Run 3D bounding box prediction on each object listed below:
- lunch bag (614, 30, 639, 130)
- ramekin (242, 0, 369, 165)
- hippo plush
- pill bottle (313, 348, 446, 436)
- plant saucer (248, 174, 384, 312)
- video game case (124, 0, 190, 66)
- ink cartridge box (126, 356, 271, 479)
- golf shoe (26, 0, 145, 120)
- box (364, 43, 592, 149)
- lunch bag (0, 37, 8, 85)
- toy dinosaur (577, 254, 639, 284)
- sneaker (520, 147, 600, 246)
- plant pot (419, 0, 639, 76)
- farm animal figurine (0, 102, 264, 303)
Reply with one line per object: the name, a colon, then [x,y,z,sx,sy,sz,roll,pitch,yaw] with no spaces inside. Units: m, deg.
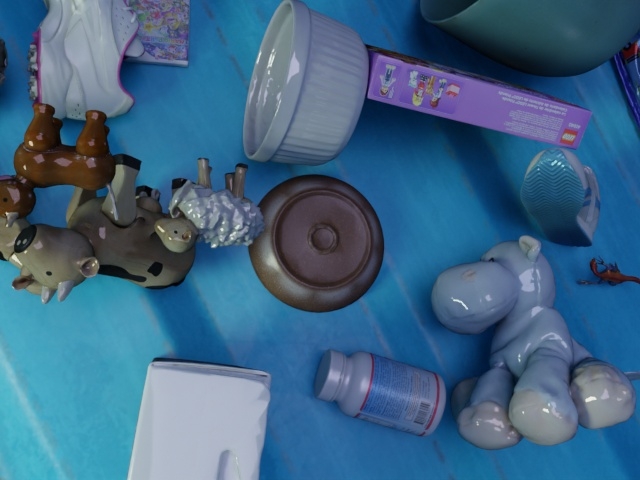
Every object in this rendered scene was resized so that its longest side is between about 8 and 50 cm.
lunch bag: [0.624,-0.270,1.037,0.221,0.138,0.293,-16,94,-18]
ramekin: [-0.020,-0.196,0.822,0.109,0.207,0.207,11,78,-20]
hippo plush: [0.278,0.113,0.822,0.294,0.234,0.236,-17,86,-15]
pill bottle: [0.077,0.197,0.835,0.160,0.087,0.087,19,77,-10]
plant saucer: [0.000,0.000,0.877,0.199,0.036,0.198,2,80,-14]
video game case: [-0.228,-0.306,0.886,0.087,0.011,0.122,1,80,-14]
ink cartridge box: [-0.142,0.231,0.676,0.117,0.278,0.201,10,78,-12]
golf shoe: [-0.292,-0.301,0.800,0.140,0.115,0.306,2,106,-25]
box: [0.191,-0.206,0.874,0.293,0.201,0.057,11,111,-12]
lunch bag: [-0.528,-0.189,0.690,0.235,0.169,0.287,24,42,5]
toy dinosaur: [0.440,0.047,0.957,0.082,0.090,0.047,6,89,-57]
sneaker: [0.347,-0.074,0.903,0.087,0.229,0.092,8,69,31]
plant pot: [0.327,-0.375,0.901,0.235,0.293,0.293,27,75,-23]
farm animal figurine: [-0.277,-0.007,0.722,0.327,0.330,0.172,13,73,-40]
